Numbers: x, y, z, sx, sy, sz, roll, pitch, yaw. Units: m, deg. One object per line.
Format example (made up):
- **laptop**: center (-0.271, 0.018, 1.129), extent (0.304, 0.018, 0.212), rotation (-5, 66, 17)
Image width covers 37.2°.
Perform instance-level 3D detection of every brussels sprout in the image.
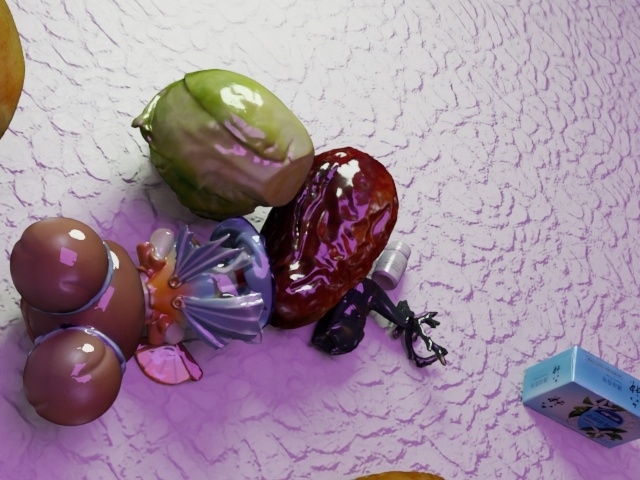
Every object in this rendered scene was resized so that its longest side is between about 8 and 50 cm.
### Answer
- **brussels sprout**: center (-0.161, -0.151, 1.529), extent (0.294, 0.259, 0.227), rotation (27, 84, 22)

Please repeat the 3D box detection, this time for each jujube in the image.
- **jujube**: center (0.000, 0.000, 1.599), extent (0.216, 0.216, 0.342), rotation (41, 57, -8)

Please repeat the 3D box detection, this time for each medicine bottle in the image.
- **medicine bottle**: center (0.132, 0.045, 1.748), extent (0.052, 0.052, 0.089), rotation (38, 51, -10)

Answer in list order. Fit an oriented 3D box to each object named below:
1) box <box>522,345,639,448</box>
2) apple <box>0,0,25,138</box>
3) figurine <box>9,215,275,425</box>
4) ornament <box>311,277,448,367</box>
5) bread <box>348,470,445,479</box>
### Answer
- **box**: center (0.518, 0.300, 1.801), extent (0.232, 0.142, 0.083), rotation (27, 54, -18)
- **apple**: center (-0.567, -0.243, 1.294), extent (0.338, 0.338, 0.305), rotation (37, 32, -11)
- **figurine**: center (-0.257, 0.091, 1.369), extent (0.388, 0.248, 0.277), rotation (-8, 94, -33)
- **ornament**: center (0.118, 0.166, 1.657), extent (0.236, 0.080, 0.202), rotation (36, 48, -12)
- **bread**: center (0.111, 0.448, 1.471), extent (0.250, 0.133, 0.179), rotation (7, 58, -31)
